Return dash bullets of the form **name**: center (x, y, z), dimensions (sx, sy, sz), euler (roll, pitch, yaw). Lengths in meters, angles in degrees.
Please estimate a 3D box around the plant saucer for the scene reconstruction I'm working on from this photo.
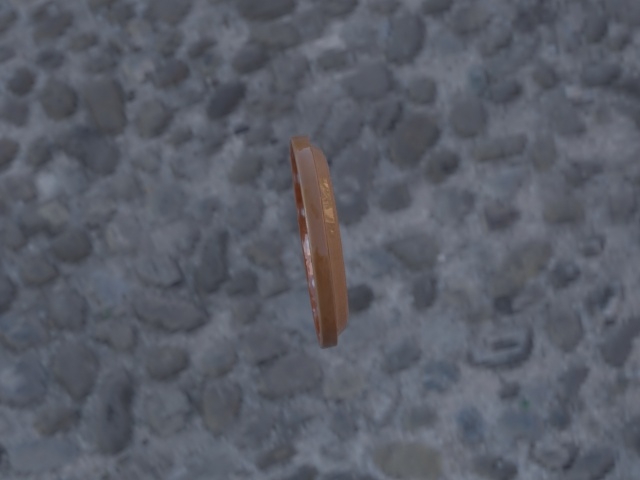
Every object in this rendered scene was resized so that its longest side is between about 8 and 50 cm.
- **plant saucer**: center (0.000, 0.000, 0.671), dimensions (0.013, 0.083, 0.083), euler (-9, 49, -2)
